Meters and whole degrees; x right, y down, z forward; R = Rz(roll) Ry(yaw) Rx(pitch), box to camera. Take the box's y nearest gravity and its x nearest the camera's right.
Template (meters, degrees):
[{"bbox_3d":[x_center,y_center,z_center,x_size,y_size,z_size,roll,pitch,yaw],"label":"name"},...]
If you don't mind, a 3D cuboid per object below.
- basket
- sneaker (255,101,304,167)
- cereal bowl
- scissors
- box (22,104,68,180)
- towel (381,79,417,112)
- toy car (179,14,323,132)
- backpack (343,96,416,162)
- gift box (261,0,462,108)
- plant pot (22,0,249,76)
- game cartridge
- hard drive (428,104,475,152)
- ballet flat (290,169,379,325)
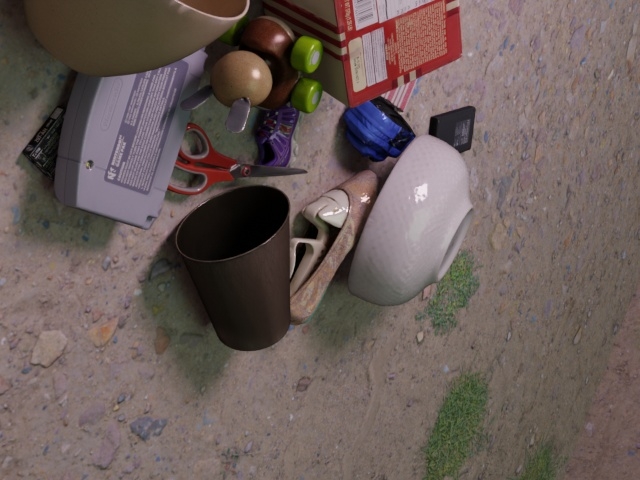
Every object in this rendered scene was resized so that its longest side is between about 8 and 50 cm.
[{"bbox_3d":[-0.123,0.055,1.835,0.204,0.154,0.226,-40,140,-32],"label":"basket"},{"bbox_3d":[-0.071,-0.188,1.843,0.071,0.068,0.169,-20,124,-40],"label":"sneaker"},{"bbox_3d":[0.188,-0.020,2.111,0.339,0.141,0.339,-57,165,-25],"label":"cereal bowl"},{"bbox_3d":[-0.139,-0.103,1.802,0.297,0.021,0.109,18,93,-47],"label":"scissors"},{"bbox_3d":[-0.356,-0.130,1.538,0.083,0.018,0.067,-57,143,-15],"label":"box"},{"bbox_3d":[0.129,-0.330,2.066,0.197,0.029,0.144,25,87,-57],"label":"towel"},{"bbox_3d":[-0.108,-0.220,1.629,0.188,0.155,0.149,-52,155,-36],"label":"toy car"},{"bbox_3d":[0.098,-0.200,2.030,0.101,0.098,0.120,-50,147,6],"label":"backpack"},{"bbox_3d":[0.032,-0.378,1.724,0.276,0.258,0.255,-22,128,-23],"label":"gift box"},{"bbox_3d":[-0.257,-0.314,1.399,0.191,0.284,0.284,-42,154,26],"label":"plant pot"},{"bbox_3d":[-0.265,-0.174,1.582,0.196,0.060,0.294,22,84,-61],"label":"game cartridge"},{"bbox_3d":[0.265,-0.217,2.305,0.135,0.022,0.094,-21,124,-46],"label":"hard drive"},{"bbox_3d":[0.000,0.000,2.008,0.106,0.108,0.316,33,80,-41],"label":"ballet flat"}]
